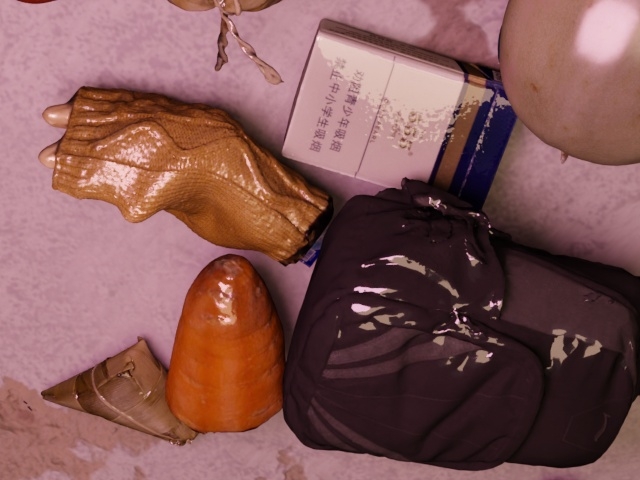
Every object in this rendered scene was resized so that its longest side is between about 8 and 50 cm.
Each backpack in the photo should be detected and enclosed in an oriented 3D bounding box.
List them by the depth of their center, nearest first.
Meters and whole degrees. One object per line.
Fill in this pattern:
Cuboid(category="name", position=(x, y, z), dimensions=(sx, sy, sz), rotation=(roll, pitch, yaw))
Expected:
Cuboid(category="backpack", position=(0.191, 0.123, 1.553), dimensions=(0.445, 0.255, 0.363), rotation=(14, 131, -5))

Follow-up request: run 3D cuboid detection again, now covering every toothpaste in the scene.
Cuboid(category="toothpaste", position=(0.000, 0.000, 1.642), dimensions=(0.024, 0.015, 0.083), rotation=(32, 117, -13))

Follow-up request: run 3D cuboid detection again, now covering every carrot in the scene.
Cuboid(category="carrot", position=(-0.119, 0.114, 1.589), dimensions=(0.159, 0.159, 0.225), rotation=(1, 129, 2))

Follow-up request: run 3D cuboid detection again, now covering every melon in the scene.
Cuboid(category="melon", position=(0.334, -0.223, 1.393), dimensions=(0.268, 0.268, 0.330), rotation=(25, 120, -9))

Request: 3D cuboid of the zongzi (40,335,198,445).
Cuboid(category="zongzi", position=(-0.258, 0.226, 1.721), dimensions=(0.176, 0.078, 0.160), rotation=(-28, 111, 24))

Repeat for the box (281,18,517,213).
Cuboid(category="box", position=(0.098, -0.146, 1.541), dimensions=(0.259, 0.071, 0.168), rotation=(16, 114, -6))

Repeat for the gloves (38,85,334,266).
Cuboid(category="gloves", position=(-0.156, -0.085, 1.526), dimensions=(0.356, 0.203, 0.155), rotation=(18, 91, -12))

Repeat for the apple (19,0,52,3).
Cuboid(category="apple", position=(-0.307, -0.373, 1.383), dimensions=(0.229, 0.230, 0.230), rotation=(1, 114, 2))

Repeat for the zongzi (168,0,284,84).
Cuboid(category="zongzi", position=(0.015, -0.437, 1.289), dimensions=(0.466, 0.218, 0.500), rotation=(-15, 96, 11))
